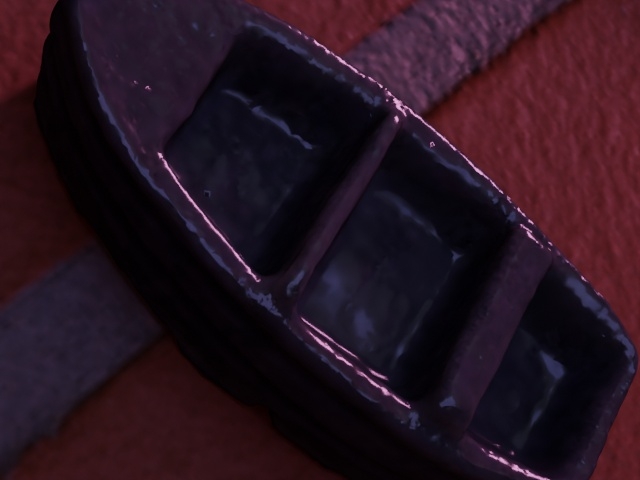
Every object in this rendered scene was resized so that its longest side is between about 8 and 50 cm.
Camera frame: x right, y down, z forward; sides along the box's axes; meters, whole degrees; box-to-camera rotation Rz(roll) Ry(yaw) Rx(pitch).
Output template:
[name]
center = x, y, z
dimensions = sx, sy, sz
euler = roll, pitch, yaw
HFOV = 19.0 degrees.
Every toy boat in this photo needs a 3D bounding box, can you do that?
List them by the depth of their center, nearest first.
[toy boat]
center = 0.000, 0.000, 0.768
dimensions = 0.283, 0.078, 0.127
euler = 40, 58, -12
